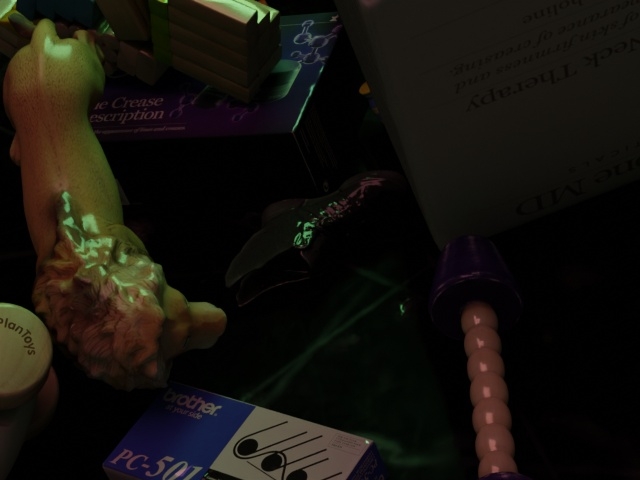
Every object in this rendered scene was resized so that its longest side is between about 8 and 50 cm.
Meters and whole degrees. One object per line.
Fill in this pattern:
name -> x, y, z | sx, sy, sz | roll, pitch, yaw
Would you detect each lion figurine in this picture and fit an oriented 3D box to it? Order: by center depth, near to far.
lion figurine -> -0.209, -0.050, 1.355 | 0.142, 0.240, 0.392 | -23, 82, -6

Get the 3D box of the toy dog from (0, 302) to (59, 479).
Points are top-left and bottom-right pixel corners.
toy dog -> -0.335, 0.176, 1.262 | 0.161, 0.220, 0.334 | 25, 43, 3

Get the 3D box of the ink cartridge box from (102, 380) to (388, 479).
ink cartridge box -> -0.060, 0.179, 1.238 | 0.207, 0.046, 0.097 | 12, 50, 35

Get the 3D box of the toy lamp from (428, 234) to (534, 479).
toy lamp -> 0.125, 0.103, 1.211 | 0.080, 0.080, 0.275 | -14, 40, 11

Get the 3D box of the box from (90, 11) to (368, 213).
box -> -0.101, -0.124, 1.553 | 0.261, 0.103, 0.184 | -1, 42, 24

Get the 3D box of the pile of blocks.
pile of blocks -> -0.177, -0.234, 1.515 | 0.362, 0.149, 0.113 | 9, 50, 35

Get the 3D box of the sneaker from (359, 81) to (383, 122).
sneaker -> 0.101, -0.153, 1.529 | 0.144, 0.059, 0.053 | -34, 11, -29

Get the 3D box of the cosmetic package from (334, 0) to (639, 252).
cosmetic package -> 0.166, -0.259, 1.281 | 0.329, 0.394, 0.327 | -21, 61, 2

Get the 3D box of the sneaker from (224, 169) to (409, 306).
sneaker -> -0.001, -0.002, 1.411 | 0.170, 0.051, 0.089 | -16, 40, 16
